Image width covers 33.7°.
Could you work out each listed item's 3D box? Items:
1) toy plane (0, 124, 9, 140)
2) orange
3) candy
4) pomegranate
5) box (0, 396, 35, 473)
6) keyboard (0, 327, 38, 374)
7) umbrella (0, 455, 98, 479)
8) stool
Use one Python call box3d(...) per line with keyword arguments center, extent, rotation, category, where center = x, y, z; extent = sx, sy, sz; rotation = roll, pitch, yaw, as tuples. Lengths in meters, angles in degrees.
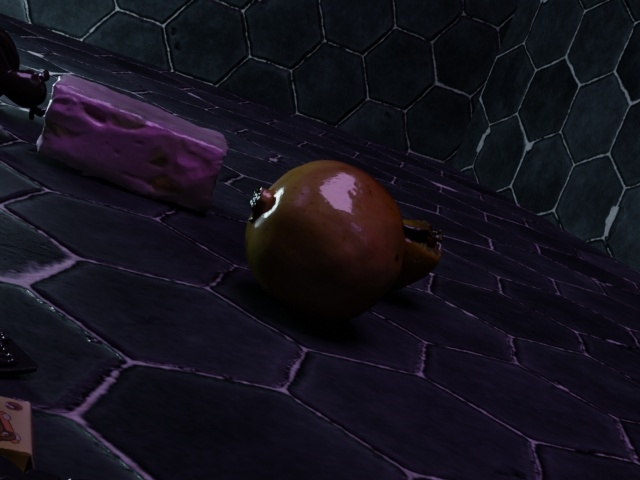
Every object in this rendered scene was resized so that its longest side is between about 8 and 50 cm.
box3d(center=(-0.469, -0.155, 1.447), extent=(0.083, 0.033, 0.080), rotation=(26, 9, -15), category="toy plane")
box3d(center=(0.088, 0.015, 1.477), extent=(0.160, 0.112, 0.170), rotation=(6, -8, -17), category="orange")
box3d(center=(-0.270, -0.139, 1.535), extent=(0.265, 0.116, 0.155), rotation=(21, 8, -11), category="candy")
box3d(center=(0.002, 0.004, 1.208), extent=(0.191, 0.191, 0.191), rotation=(21, 11, -4), category="pomegranate")
box3d(center=(-0.248, 0.108, 0.649), extent=(0.149, 0.020, 0.073), rotation=(17, 12, -22), category="box")
box3d(center=(-0.296, 0.055, 0.825), extent=(0.074, 0.015, 0.196), rotation=(9, 17, -46), category="keyboard")
box3d(center=(-0.178, 0.137, 0.553), extent=(0.235, 0.059, 0.066), rotation=(21, -6, -10), category="umbrella")
box3d(center=(-0.525, -0.278, 1.704), extent=(0.217, 0.125, 0.121), rotation=(28, 7, -16), category="stool")
